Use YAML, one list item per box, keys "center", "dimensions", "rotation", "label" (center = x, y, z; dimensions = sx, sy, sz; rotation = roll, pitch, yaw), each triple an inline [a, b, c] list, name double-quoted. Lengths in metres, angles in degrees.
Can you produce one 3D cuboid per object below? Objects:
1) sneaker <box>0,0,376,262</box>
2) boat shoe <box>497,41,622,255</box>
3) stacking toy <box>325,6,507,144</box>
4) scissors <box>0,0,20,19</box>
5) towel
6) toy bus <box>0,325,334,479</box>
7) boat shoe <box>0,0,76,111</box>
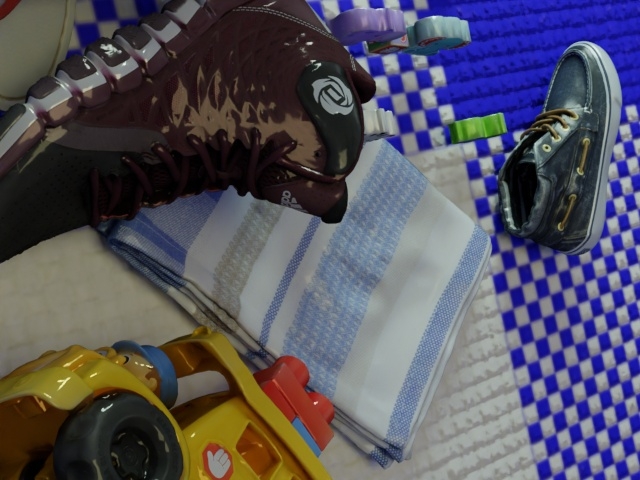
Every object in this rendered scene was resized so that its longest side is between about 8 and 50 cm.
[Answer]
- center: [-0.069, -0.046, 0.680]
  dimensions: [0.162, 0.106, 0.281]
  rotation: [43, 64, 6]
  label: "sneaker"
- center: [0.194, -0.083, 0.955]
  dimensions: [0.083, 0.065, 0.183]
  rotation: [14, 76, -37]
  label: "boat shoe"
- center: [0.063, -0.154, 0.851]
  dimensions: [0.221, 0.052, 0.167]
  rotation: [-7, 85, -49]
  label: "stacking toy"
- center: [-0.137, -0.150, 0.668]
  dimensions: [0.297, 0.021, 0.109]
  rotation: [14, 80, -53]
  label: "scissors"
- center: [0.000, 0.000, 0.815]
  dimensions: [0.285, 0.034, 0.209]
  rotation: [41, 60, -26]
  label: "towel"
- center: [-0.081, 0.126, 0.675]
  dimensions: [0.220, 0.149, 0.211]
  rotation: [54, 43, -15]
  label: "toy bus"
- center: [-0.205, -0.198, 0.652]
  dimensions: [0.095, 0.079, 0.254]
  rotation: [-31, 117, -50]
  label: "boat shoe"
